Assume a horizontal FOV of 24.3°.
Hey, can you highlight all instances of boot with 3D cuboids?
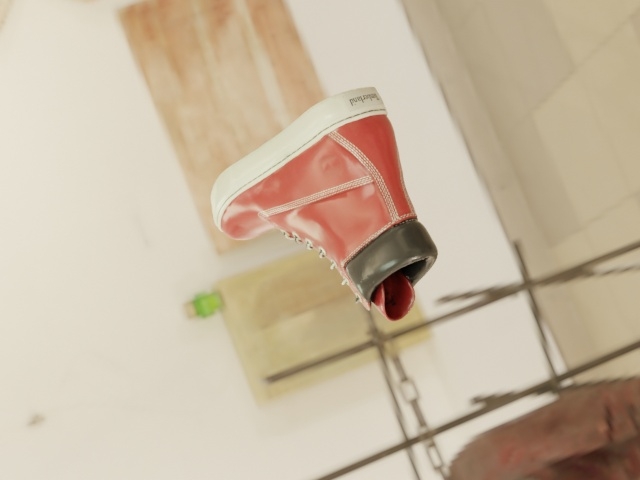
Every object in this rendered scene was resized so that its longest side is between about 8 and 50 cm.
[{"bbox_3d":[0.000,0.000,1.237,0.244,0.088,0.176,-33,77,55],"label":"boot"}]
